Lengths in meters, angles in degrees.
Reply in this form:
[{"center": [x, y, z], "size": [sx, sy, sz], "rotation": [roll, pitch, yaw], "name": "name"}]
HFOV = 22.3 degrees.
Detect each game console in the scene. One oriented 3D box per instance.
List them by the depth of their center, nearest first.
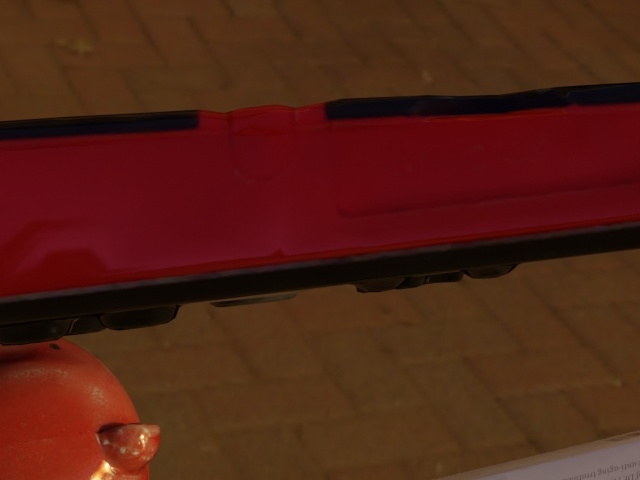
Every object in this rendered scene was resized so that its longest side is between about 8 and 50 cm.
[{"center": [0.000, 0.000, 0.534], "size": [0.342, 0.060, 0.386], "rotation": [-2, -1, 7], "name": "game console"}]

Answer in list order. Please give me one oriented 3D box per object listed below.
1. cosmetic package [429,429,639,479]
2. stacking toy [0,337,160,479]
[{"center": [0.173, 0.340, 1.410], "size": [0.377, 0.284, 0.097], "rotation": [-13, -3, -8], "name": "cosmetic package"}, {"center": [-0.232, 0.058, 0.612], "size": [0.309, 0.130, 0.279], "rotation": [-20, 74, -24], "name": "stacking toy"}]
